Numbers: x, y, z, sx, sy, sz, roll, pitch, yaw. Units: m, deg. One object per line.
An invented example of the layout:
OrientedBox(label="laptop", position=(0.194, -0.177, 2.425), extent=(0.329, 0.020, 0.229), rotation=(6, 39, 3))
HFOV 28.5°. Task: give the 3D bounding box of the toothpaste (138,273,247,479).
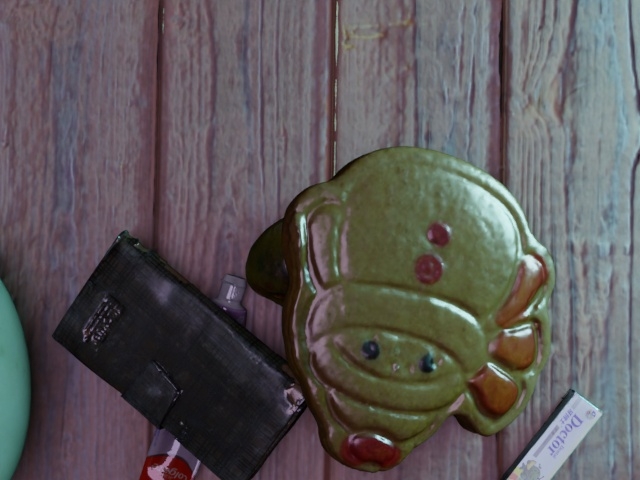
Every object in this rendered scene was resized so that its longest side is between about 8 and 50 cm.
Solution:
OrientedBox(label="toothpaste", position=(-0.153, 0.187, 1.572), extent=(0.075, 0.048, 0.301), rotation=(19, 92, 4))

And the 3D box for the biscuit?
OrientedBox(label="biscuit", position=(0.107, 0.087, 1.473), extent=(0.358, 0.074, 0.381), rotation=(18, 83, -15))

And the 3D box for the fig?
OrientedBox(label="fig", position=(-0.007, 0.000, 1.525), extent=(0.133, 0.126, 0.185), rotation=(26, 94, 21))

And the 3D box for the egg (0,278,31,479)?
OrientedBox(label="egg", position=(-0.485, 0.167, 1.494), extent=(0.276, 0.276, 0.389), rotation=(-8, 84, 6))

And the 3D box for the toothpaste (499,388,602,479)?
OrientedBox(label="toothpaste", position=(0.271, 0.257, 1.523), extent=(0.046, 0.034, 0.164), rotation=(38, 92, 4))

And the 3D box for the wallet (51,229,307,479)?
OrientedBox(label="wallet", position=(-0.170, 0.146, 1.531), extent=(0.317, 0.044, 0.169), rotation=(38, 100, 13))
